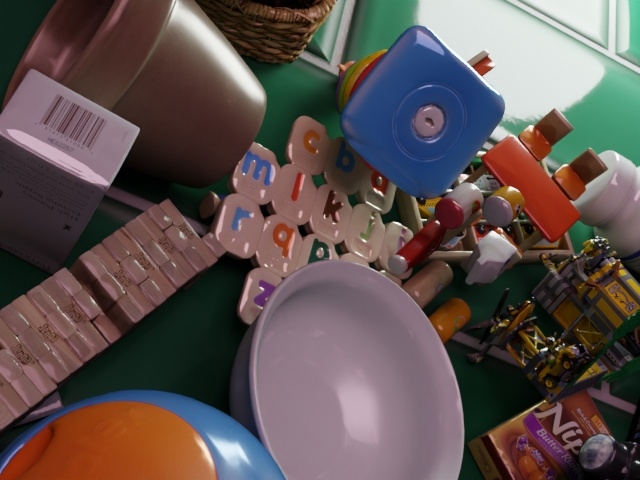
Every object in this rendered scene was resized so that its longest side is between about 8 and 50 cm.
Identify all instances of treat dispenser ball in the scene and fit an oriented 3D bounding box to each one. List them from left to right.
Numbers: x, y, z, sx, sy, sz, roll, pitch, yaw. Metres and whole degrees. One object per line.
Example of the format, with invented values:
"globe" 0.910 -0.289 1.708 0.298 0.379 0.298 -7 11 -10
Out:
"treat dispenser ball" -0.156 0.271 0.762 0.288 0.288 0.288 13 60 -23

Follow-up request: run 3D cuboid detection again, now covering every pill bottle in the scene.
"pill bottle" 0.511 -0.019 1.361 0.272 0.152 0.152 31 55 -11

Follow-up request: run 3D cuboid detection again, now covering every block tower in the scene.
"block tower" -0.244 0.077 0.913 0.097 0.091 0.335 51 46 0

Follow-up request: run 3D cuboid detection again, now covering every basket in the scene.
"basket" -0.099 -0.402 1.185 0.299 0.223 0.214 31 54 -12

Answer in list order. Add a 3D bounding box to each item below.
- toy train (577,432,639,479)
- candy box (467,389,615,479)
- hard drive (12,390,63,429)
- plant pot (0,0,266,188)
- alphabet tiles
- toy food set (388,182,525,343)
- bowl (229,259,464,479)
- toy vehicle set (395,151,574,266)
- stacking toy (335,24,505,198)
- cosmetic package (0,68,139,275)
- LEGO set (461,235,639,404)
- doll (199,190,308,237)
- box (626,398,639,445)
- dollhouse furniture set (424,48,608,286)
"toy train" 0.408 0.373 1.082 0.334 0.142 0.190 43 56 -25
"candy box" 0.287 0.264 1.154 0.186 0.053 0.109 -19 75 -36
"hard drive" -0.335 0.147 0.894 0.135 0.022 0.094 -15 73 -33
"plant pot" -0.193 -0.174 1.027 0.229 0.263 0.263 34 51 -33
"alphabet tiles" 0.000 0.000 1.109 0.284 0.021 0.278 27 65 -29
"toy food set" 0.153 0.029 1.104 0.111 0.232 0.104 39 47 17
"bowl" 0.007 0.180 0.975 0.297 0.134 0.298 21 56 -36
"toy vehicle set" 0.230 -0.047 1.295 0.266 0.035 0.166 -1 66 -29
"stacking toy" 0.080 -0.186 1.173 0.175 0.302 0.166 36 96 -27
"cosmetic package" -0.275 -0.058 0.903 0.117 0.231 0.086 29 56 -13
"LEGO set" 0.352 0.057 1.168 0.331 0.255 0.192 -16 57 -35
"doll" -0.052 -0.017 1.119 0.189 0.046 0.129 1 62 -35
"box" 0.517 0.219 1.222 0.077 0.180 0.147 39 54 -6
"dollhouse furniture set" 0.250 -0.112 1.230 0.259 0.135 0.262 50 53 3
